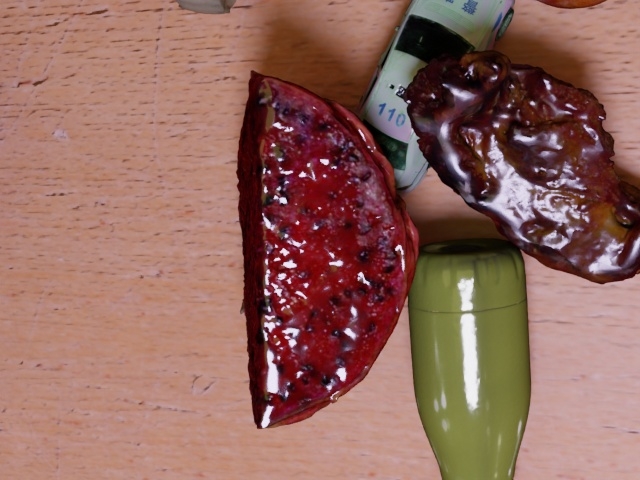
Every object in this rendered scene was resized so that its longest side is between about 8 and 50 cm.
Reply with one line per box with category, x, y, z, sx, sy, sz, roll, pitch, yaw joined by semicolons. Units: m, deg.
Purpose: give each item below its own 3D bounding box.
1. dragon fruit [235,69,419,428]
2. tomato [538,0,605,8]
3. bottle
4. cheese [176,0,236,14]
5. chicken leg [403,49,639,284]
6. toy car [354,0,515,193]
dragon fruit;0.000;0.000;0.917;0.152;0.205;0.317;-2;99;-11
tomato;0.229;-0.309;0.792;0.233;0.139;0.200;-29;83;22
bottle;0.144;0.133;0.915;0.112;0.112;0.260;-2;99;20
cheese;-0.052;-0.343;0.918;0.286;0.082;0.163;-30;89;21
chicken leg;0.255;-0.040;0.850;0.407;0.096;0.158;26;125;0
toy car;0.096;-0.154;0.901;0.090;0.076;0.224;31;109;14
